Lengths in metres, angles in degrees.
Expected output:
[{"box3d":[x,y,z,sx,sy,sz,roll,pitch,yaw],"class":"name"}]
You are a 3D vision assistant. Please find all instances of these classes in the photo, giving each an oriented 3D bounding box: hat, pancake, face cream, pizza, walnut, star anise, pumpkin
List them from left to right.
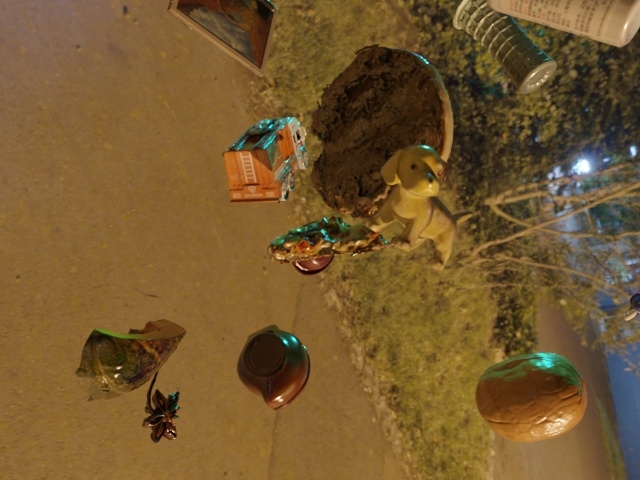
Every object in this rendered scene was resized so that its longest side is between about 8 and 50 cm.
[{"box3d":[-0.399,0.276,1.117,0.278,0.112,0.162,8,94,-72],"class":"pumpkin"},{"box3d":[-0.392,0.398,1.223,0.097,0.070,0.190,25,48,-37],"class":"star anise"},{"box3d":[-0.018,0.048,1.939,0.206,0.089,0.205,-9,111,-24],"class":"hat"},{"box3d":[0.000,0.000,1.190,0.252,0.288,0.073,-20,105,-34],"class":"pizza"},{"box3d":[0.107,-0.227,1.062,0.071,0.383,0.381,6,69,-44],"class":"pancake"},{"box3d":[0.397,0.296,0.947,0.165,0.197,0.165,47,23,-27],"class":"walnut"},{"box3d":[0.336,-0.367,0.745,0.082,0.269,0.081,-35,145,-30],"class":"face cream"}]

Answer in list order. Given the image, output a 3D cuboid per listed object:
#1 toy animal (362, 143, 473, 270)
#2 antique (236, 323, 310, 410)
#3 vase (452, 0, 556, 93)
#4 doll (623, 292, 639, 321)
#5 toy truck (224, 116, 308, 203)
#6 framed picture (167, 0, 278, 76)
[{"box3d":[0.178,-0.053,0.895,0.168,0.121,0.233,-49,132,-5],"class":"toy animal"},{"box3d":[-0.149,0.380,1.544,0.278,0.224,0.129,-109,173,-47],"class":"antique"},{"box3d":[0.504,-0.544,1.367,0.143,0.143,0.298,6,50,-57],"class":"vase"},{"box3d":[0.755,0.156,1.168,0.143,0.099,0.057,27,36,-49],"class":"doll"},{"box3d":[-0.164,-0.271,1.587,0.387,0.174,0.206,-67,152,-57],"class":"toy truck"},{"box3d":[-0.198,-0.491,1.066,0.250,0.016,0.183,25,69,-43],"class":"framed picture"}]
